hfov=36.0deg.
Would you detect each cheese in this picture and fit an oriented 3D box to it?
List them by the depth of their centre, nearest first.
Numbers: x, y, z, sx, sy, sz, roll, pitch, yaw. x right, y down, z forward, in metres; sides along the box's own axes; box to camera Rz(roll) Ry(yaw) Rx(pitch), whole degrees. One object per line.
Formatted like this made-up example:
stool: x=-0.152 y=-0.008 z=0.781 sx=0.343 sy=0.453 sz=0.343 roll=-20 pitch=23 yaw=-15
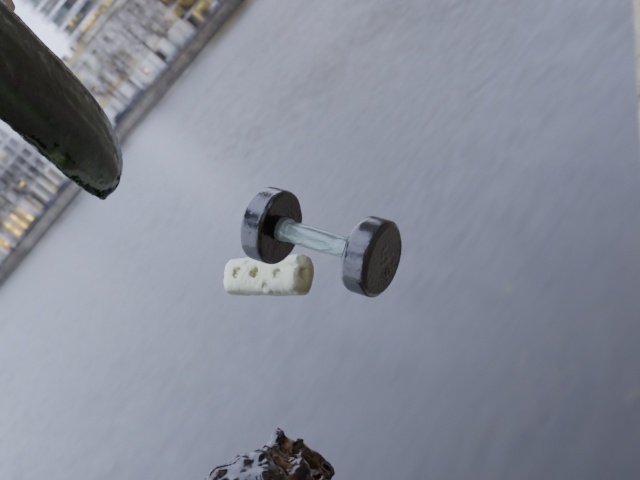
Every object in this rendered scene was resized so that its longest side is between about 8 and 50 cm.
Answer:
cheese: x=-0.080 y=0.052 z=1.480 sx=0.194 sy=0.043 sz=0.065 roll=-6 pitch=69 yaw=51

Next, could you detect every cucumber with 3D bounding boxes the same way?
cucumber: x=-0.211 y=-0.113 z=0.673 sx=0.063 sy=0.244 sz=0.115 roll=-47 pitch=53 yaw=-6

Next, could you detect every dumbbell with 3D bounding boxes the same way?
dumbbell: x=0.000 y=0.000 z=1.243 sx=0.191 sy=0.100 sz=0.100 roll=17 pitch=58 yaw=28

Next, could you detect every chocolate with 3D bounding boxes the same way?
chocolate: x=-0.031 y=0.332 z=1.241 sx=0.206 sy=0.224 sz=0.177 roll=-6 pitch=30 yaw=45

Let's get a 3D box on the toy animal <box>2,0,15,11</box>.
toy animal: x=-0.483 y=-0.231 z=1.113 sx=0.269 sy=0.237 sz=0.326 roll=-47 pitch=17 yaw=-22
